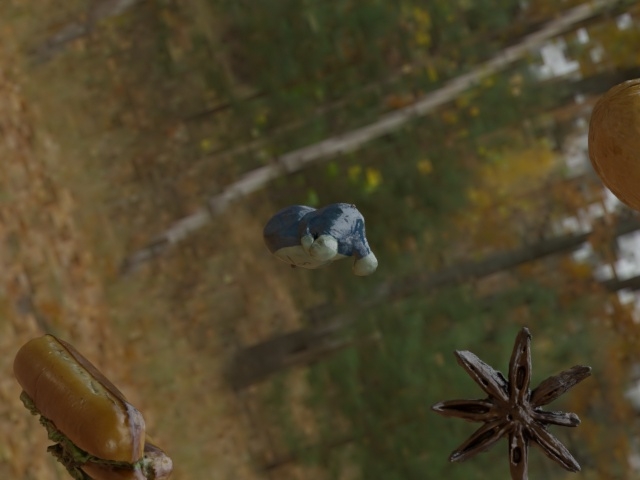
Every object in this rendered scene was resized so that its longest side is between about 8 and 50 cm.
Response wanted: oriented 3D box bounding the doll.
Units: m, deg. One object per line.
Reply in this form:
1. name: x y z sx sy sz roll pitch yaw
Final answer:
1. doll: 0.000 0.000 1.369 0.076 0.083 0.050 24 71 -45

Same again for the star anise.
1. star anise: 0.158 0.141 1.510 0.042 0.141 0.141 43 28 -81

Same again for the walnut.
1. walnut: 0.417 -0.108 2.237 0.197 0.165 0.165 41 14 -23

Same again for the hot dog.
1. hot dog: -0.265 0.207 2.055 0.337 0.100 0.135 32 -26 59
